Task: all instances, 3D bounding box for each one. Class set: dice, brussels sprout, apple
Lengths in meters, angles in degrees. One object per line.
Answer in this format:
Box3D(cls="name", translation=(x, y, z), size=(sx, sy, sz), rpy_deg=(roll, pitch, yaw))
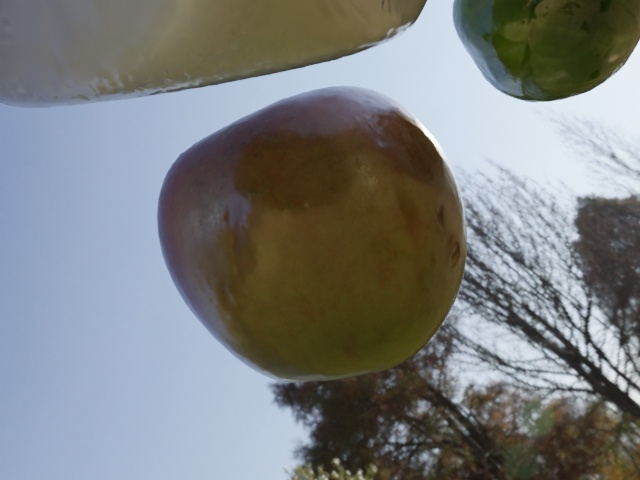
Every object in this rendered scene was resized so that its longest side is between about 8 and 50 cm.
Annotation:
Box3D(cls="dice", translation=(-0.102, -0.264, 0.426), size=(0.277, 0.304, 0.304), rpy_deg=(-39, -56, -52))
Box3D(cls="brussels sprout", translation=(0.285, -0.290, 0.819), size=(0.244, 0.244, 0.244), rpy_deg=(-33, -31, -23))
Box3D(cls="apple", translation=(0.000, 0.000, 0.757), size=(0.339, 0.304, 0.338), rpy_deg=(-23, 1, 0))
